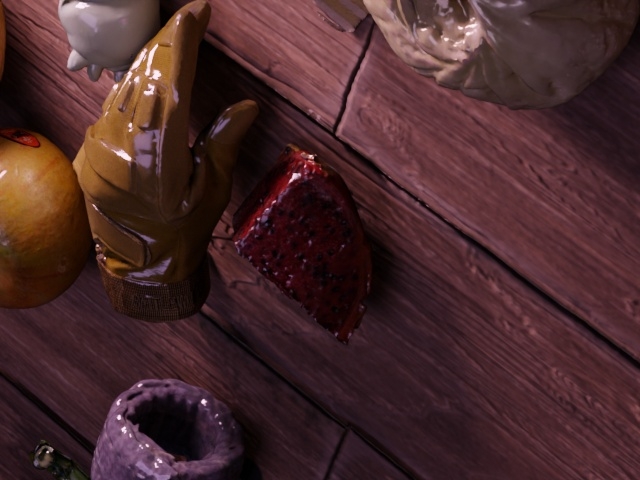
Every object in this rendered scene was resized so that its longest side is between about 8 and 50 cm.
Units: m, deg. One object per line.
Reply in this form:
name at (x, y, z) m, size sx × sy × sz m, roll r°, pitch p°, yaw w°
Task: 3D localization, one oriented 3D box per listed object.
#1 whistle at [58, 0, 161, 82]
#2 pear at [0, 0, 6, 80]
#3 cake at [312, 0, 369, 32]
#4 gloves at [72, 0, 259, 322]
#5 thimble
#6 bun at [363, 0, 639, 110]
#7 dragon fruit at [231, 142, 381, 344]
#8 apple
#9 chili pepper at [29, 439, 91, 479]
whistle at (-0.209, -0.262, 1.780) m, size 0.106 × 0.102 × 0.253 m, roll 9°, pitch 119°, yaw 41°
pear at (-0.443, -0.209, 1.905) m, size 0.271 × 0.271 × 0.271 m, roll 19°, pitch 123°, yaw 33°
cake at (0.003, -0.240, 1.662) m, size 0.121 × 0.065 × 0.052 m, roll 45°, pitch 138°, yaw -18°
gloves at (-0.153, -0.070, 1.787) m, size 0.154 × 0.141 × 0.331 m, roll 49°, pitch 143°, yaw 43°
thimble at (-0.156, 0.220, 1.952) m, size 0.150 × 0.150 × 0.097 m, roll 39°, pitch 130°, yaw 19°
bun at (0.128, -0.218, 1.483) m, size 0.244 × 0.153 × 0.243 m, roll 15°, pitch 117°, yaw 31°
dragon fruit at (0.000, -0.001, 1.758) m, size 0.127 × 0.120 × 0.161 m, roll -41°, pitch 103°, yaw 14°
apple at (-0.318, -0.026, 1.962) m, size 0.182 × 0.155 × 0.182 m, roll 13°, pitch 128°, yaw 17°
chili pepper at (-0.207, 0.307, 2.030) m, size 0.261 × 0.165 × 0.174 m, roll 59°, pitch 153°, yaw -4°
